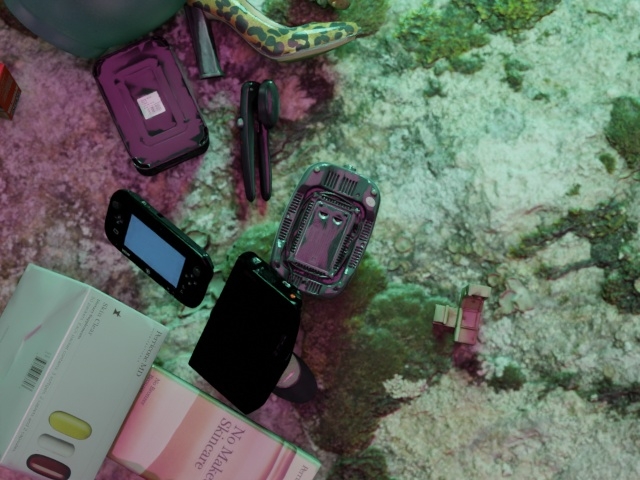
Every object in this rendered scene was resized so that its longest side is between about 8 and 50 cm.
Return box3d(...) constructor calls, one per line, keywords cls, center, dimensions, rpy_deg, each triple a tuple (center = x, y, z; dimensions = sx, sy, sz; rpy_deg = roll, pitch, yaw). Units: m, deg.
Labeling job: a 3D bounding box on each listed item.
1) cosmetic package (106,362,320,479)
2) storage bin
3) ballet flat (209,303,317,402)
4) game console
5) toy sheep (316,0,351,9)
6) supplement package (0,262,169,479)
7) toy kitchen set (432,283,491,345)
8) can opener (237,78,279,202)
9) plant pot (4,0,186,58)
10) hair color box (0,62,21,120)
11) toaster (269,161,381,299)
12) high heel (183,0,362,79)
box3d(cls="cosmetic package", center=(-0.164, 0.307, 1.847), dimensions=(0.296, 0.129, 0.153), rpy_deg=(29, 83, -2))
box3d(cls="storage bin", center=(-0.251, -0.199, 1.905), dimensions=(0.122, 0.084, 0.180), rpy_deg=(-24, 87, -6))
box3d(cls="ballet flat", center=(-0.086, 0.168, 1.894), dimensions=(0.203, 0.074, 0.074), rpy_deg=(44, 84, 0))
box3d(cls="game console", center=(-0.183, 0.071, 1.849), dimensions=(0.361, 0.044, 0.213), rpy_deg=(39, 124, 19))
box3d(cls="toy sheep", center=(0.002, -0.404, 1.938), dimensions=(0.091, 0.091, 0.132), rpy_deg=(-40, 89, -6))
box3d(cls="supplement package", center=(-0.368, 0.191, 1.778), dimensions=(0.145, 0.204, 0.262), rpy_deg=(32, 79, -36))
box3d(cls="toy kitchen set", center=(0.210, 0.108, 1.916), dimensions=(0.068, 0.075, 0.083), rpy_deg=(11, 80, -2))
box3d(cls="can opener", center=(-0.098, -0.150, 1.927), dimensions=(0.059, 0.073, 0.186), rpy_deg=(3, 94, -12))
box3d(cls="plant pot", center=(-0.336, -0.389, 1.838), dimensions=(0.293, 0.293, 0.196), rpy_deg=(41, 111, 0))
box3d(cls="hair color box", center=(-0.494, -0.225, 1.847), dimensions=(0.093, 0.167, 0.053), rpy_deg=(16, 83, -3))
box3d(cls="toaster", center=(0.000, 0.000, 1.875), dimensions=(0.129, 0.146, 0.227), rpy_deg=(21, 84, -1))
box3d(cls="high heel", center=(-0.078, -0.357, 1.922), dimensions=(0.261, 0.093, 0.186), rpy_deg=(-11, 92, 4))
